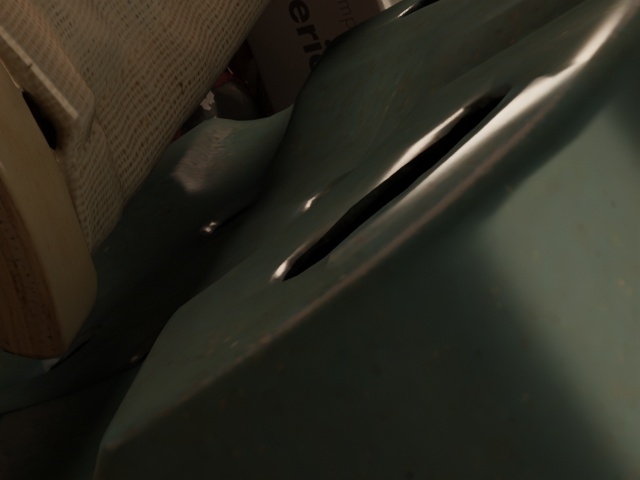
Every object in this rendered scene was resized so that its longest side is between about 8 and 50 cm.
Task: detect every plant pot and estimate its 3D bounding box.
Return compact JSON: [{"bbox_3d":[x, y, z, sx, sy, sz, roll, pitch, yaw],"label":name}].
[{"bbox_3d":[0.059,0.130,0.462,0.334,0.341,0.341,54,28,-13],"label":"plant pot"}]

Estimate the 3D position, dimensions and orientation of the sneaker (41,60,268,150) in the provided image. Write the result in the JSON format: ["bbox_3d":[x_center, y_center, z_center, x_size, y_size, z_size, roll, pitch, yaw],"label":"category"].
[{"bbox_3d":[-0.077,0.038,0.681,0.281,0.106,0.162,-74,159,-43],"label":"sneaker"}]

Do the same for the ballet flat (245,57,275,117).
[{"bbox_3d":[0.000,0.000,0.991,0.084,0.058,0.250,43,38,-47],"label":"ballet flat"}]

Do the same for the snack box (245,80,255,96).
[{"bbox_3d":[-0.060,-0.001,0.868,0.141,0.037,0.100,-36,108,-54],"label":"snack box"}]

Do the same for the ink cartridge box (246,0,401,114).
[{"bbox_3d":[0.052,-0.159,0.830,0.353,0.119,0.207,-37,111,-53],"label":"ink cartridge box"}]

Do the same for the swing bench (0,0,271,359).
[{"bbox_3d":[-0.148,-0.076,0.488,0.165,0.254,0.253,62,26,-21],"label":"swing bench"}]
